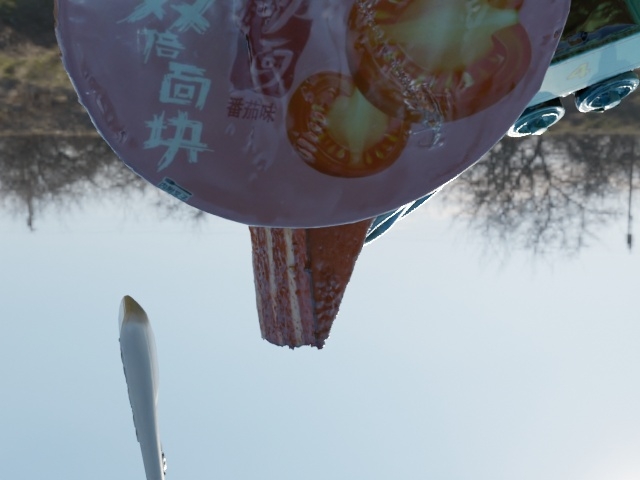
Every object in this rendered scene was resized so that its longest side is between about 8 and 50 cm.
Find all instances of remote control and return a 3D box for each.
[{"bbox_3d":[-0.274,0.244,1.244,0.055,0.313,0.109,-10,-164,-14],"label":"remote control"}]

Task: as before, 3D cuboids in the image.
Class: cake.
[{"bbox_3d":[0.000,0.000,1.015,0.159,0.262,0.158,-5,178,-36],"label":"cake"}]

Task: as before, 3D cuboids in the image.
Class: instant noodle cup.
[{"bbox_3d":[-0.015,-0.167,0.448,0.243,0.243,0.231,-3,-139,-9],"label":"instant noodle cup"}]

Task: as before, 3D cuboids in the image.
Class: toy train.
[{"bbox_3d":[0.229,-0.180,0.754,0.197,0.107,0.154,-20,162,7],"label":"toy train"}]

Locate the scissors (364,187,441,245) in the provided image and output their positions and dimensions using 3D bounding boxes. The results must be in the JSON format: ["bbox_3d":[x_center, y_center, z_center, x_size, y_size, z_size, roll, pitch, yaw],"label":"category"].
[{"bbox_3d":[0.165,-0.115,1.092,0.192,0.029,0.447,-33,169,-26],"label":"scissors"}]
